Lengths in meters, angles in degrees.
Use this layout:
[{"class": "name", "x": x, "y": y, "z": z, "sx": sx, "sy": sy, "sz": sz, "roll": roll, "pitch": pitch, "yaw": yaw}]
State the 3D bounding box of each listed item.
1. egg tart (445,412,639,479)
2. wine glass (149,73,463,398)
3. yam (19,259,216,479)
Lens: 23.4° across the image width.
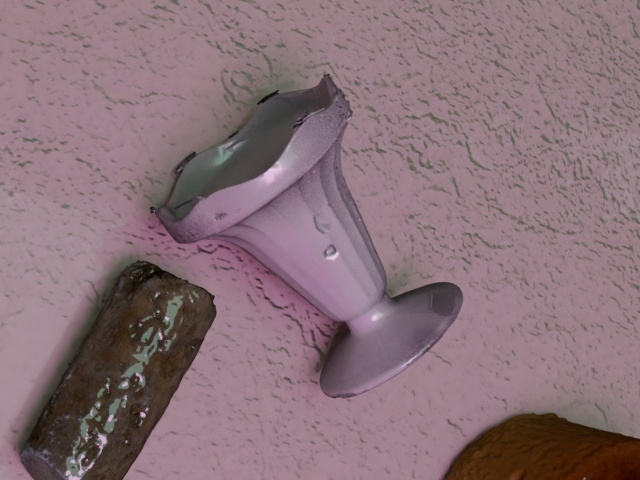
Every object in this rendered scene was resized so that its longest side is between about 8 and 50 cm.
[{"class": "egg tart", "x": 0.202, "y": 0.231, "z": 1.174, "sx": 0.203, "sy": 0.147, "sz": 0.202, "roll": 4, "pitch": 81, "yaw": -27}, {"class": "wine glass", "x": 0.000, "y": 0.000, "z": 1.113, "sx": 0.165, "sy": 0.165, "sz": 0.196, "roll": -46, "pitch": 106, "yaw": -24}, {"class": "yam", "x": -0.142, "y": 0.101, "z": 1.072, "sx": 0.078, "sy": 0.078, "sz": 0.179, "roll": 36, "pitch": 72, "yaw": -16}]
